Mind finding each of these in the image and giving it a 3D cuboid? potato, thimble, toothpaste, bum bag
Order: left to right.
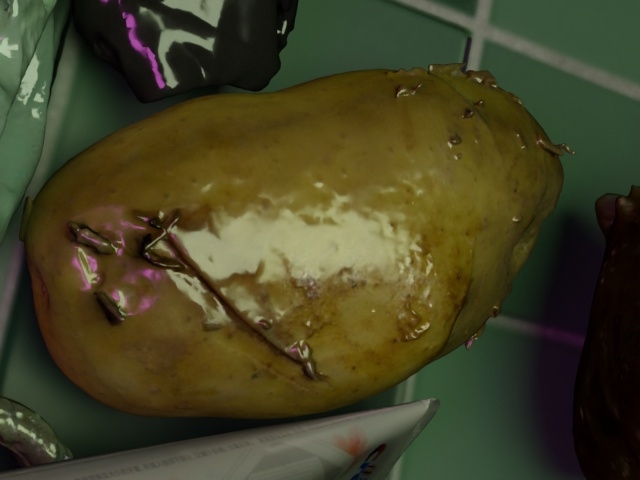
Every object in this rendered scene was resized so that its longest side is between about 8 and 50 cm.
[{"bbox_3d":[-0.172,0.115,0.597,0.110,0.062,0.084,16,83,-25],"label":"thimble"},{"bbox_3d":[-0.069,0.130,0.596,0.323,0.066,0.100,-3,132,-44],"label":"toothpaste"},{"bbox_3d":[-0.030,-0.214,0.674,0.142,0.080,0.326,29,71,-28],"label":"bum bag"},{"bbox_3d":[0.000,0.000,0.648,0.300,0.140,0.173,-14,89,-23],"label":"potato"}]

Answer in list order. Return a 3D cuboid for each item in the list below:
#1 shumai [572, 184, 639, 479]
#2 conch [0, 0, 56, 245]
[{"bbox_3d":[0.317,0.074,0.732,0.323,0.397,0.324,6,79,1],"label":"shumai"},{"bbox_3d":[-0.172,-0.100,0.569,0.185,0.121,0.221,41,53,-63],"label":"conch"}]
